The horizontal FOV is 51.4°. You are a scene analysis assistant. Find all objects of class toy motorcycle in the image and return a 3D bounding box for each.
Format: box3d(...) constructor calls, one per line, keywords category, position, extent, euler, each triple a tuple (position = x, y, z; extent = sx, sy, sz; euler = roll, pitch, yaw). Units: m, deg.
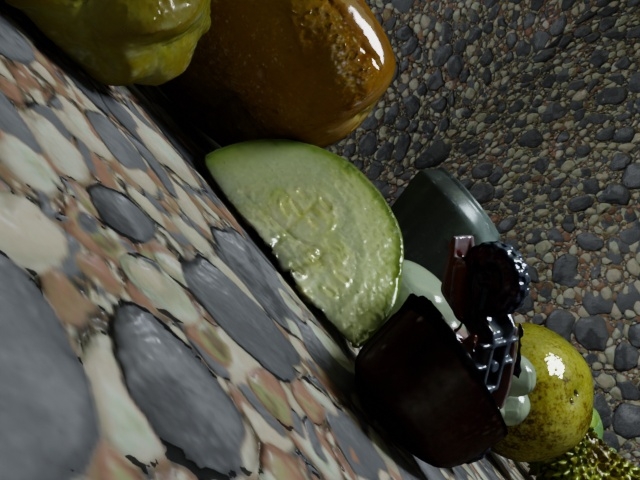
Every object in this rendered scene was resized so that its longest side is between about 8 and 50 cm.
box3d(category="toy motorcycle", position=(0.121, 0.094, 0.609), extent=(0.084, 0.212, 0.118), euler=(-3, 21, -35))

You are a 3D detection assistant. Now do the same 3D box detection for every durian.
box3d(category="durian", position=(0.467, 0.410, 1.149), extent=(0.237, 0.176, 0.200), euler=(44, 14, 9))

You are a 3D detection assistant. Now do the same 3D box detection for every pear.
box3d(category="pear", position=(0.281, 0.215, 0.947), extent=(0.197, 0.197, 0.197), euler=(49, 5, -5))

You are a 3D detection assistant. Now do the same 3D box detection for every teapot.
box3d(category="teapot", position=(0.147, 0.020, 1.023), extent=(0.203, 0.225, 0.171), euler=(46, 8, -45))

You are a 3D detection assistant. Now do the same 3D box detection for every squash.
box3d(category="squash", position=(0.000, 0.000, 0.714), extent=(0.236, 0.204, 0.155), euler=(52, -34, 11))

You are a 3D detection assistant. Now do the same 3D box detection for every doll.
box3d(category="doll", position=(0.122, 0.112, 0.776), extent=(0.275, 0.113, 0.154), euler=(46, -19, 26))

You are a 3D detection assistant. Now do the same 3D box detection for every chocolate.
box3d(category="chocolate", position=(0.074, 0.112, 0.503), extent=(0.125, 0.080, 0.148), euler=(58, -3, 1))

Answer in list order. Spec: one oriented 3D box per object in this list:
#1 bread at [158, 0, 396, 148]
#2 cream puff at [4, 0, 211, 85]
box3d(category="bread", position=(-0.097, -0.229, 0.730), extent=(0.337, 0.148, 0.328), euler=(51, -17, -15))
box3d(category="cream puff", position=(-0.179, -0.260, 0.506), extent=(0.282, 0.185, 0.282), euler=(47, 7, -8))
